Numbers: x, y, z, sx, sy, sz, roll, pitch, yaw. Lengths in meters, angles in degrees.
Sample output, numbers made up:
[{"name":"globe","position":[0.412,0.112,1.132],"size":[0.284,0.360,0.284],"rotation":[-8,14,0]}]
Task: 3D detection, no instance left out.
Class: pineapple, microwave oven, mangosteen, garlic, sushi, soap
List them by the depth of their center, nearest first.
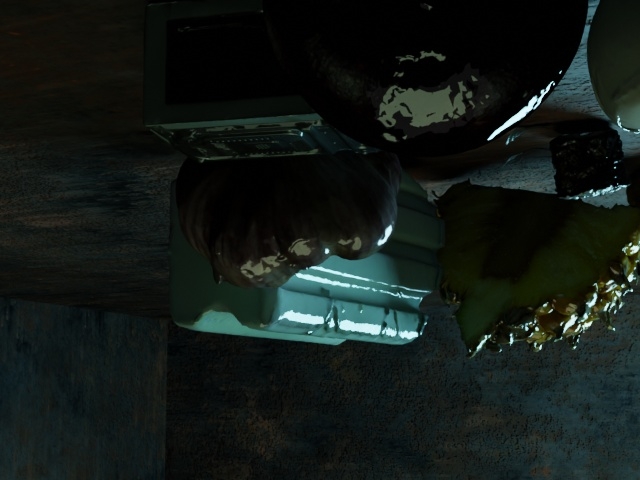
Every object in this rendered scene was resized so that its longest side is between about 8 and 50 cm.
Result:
[{"name":"mangosteen","position":[0.073,-0.159,0.843],"size":[0.211,0.212,0.250],"rotation":[-2,-178,12]},{"name":"microwave oven","position":[-0.040,-0.144,1.135],"size":[0.208,0.123,0.162],"rotation":[-2,170,13]},{"name":"garlic","position":[-0.037,-0.065,1.272],"size":[0.244,0.245,0.161],"rotation":[-2,134,10]},{"name":"sushi","position":[0.328,-0.094,1.551],"size":[0.098,0.084,0.094],"rotation":[-10,-177,37]},{"name":"soap","position":[0.000,0.000,1.602],"size":[0.156,0.262,0.446],"rotation":[-6,170,32]},{"name":"pineapple","position":[0.291,0.090,1.783],"size":[0.344,0.286,0.209],"rotation":[11,150,37]}]

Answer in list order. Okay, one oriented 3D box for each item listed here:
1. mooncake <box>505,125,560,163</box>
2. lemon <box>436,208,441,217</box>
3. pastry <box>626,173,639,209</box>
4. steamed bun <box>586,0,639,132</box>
[{"name":"mooncake","position":[0.140,-0.131,1.430],"size":[0.150,0.057,0.346],"rotation":[9,-179,35]},{"name":"lemon","position":[0.171,0.012,2.074],"size":[0.187,0.142,0.142],"rotation":[-14,174,-12]},{"name":"pastry","position":[0.569,-0.031,1.822],"size":[0.235,0.132,0.240],"rotation":[-2,172,16]},{"name":"steamed bun","position":[0.292,-0.169,0.953],"size":[0.177,0.131,0.228],"rotation":[-11,169,4]}]
